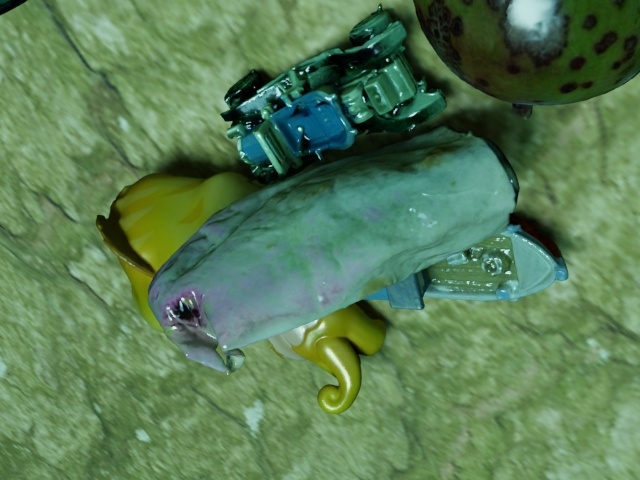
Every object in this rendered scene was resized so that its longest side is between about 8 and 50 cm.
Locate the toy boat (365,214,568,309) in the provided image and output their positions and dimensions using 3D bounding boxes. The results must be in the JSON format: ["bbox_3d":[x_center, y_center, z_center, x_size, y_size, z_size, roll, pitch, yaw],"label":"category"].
[{"bbox_3d":[0.093,0.016,0.629,0.173,0.058,0.069,0,124,25],"label":"toy boat"}]

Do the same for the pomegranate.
[{"bbox_3d":[0.126,-0.147,0.444,0.149,0.148,0.169,29,132,3],"label":"pomegranate"}]

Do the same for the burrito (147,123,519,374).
[{"bbox_3d":[0.000,0.000,0.551,0.229,0.144,0.089,-25,100,-7],"label":"burrito"}]

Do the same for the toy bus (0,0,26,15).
[{"bbox_3d":[-0.264,-0.237,0.595,0.160,0.079,0.092,42,130,-6],"label":"toy bus"}]

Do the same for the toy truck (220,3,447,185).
[{"bbox_3d":[0.000,-0.087,0.585,0.154,0.078,0.080,-19,116,33],"label":"toy truck"}]

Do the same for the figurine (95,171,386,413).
[{"bbox_3d":[-0.062,0.035,0.683,0.246,0.131,0.156,30,113,-15],"label":"figurine"}]
